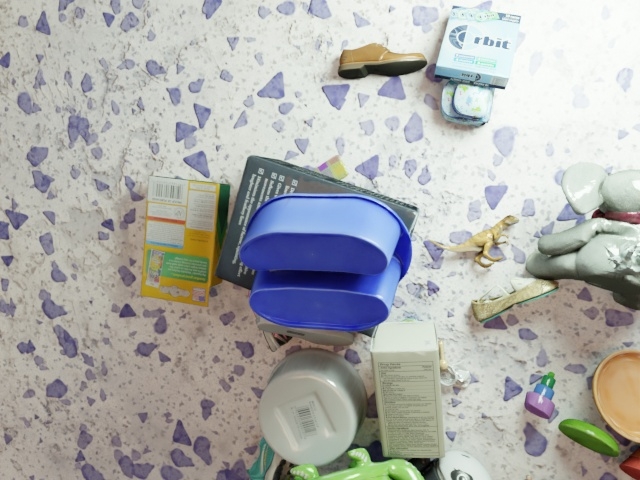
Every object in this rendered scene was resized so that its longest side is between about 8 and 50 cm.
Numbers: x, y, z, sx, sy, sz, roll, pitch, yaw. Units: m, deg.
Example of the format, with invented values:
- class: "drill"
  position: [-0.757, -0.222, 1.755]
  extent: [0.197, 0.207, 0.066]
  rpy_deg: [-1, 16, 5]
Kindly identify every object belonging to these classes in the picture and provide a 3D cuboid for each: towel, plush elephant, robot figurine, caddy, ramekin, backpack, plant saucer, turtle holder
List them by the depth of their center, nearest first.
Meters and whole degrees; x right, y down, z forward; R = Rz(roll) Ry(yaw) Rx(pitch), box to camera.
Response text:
- class: "caddy"
  position: [0.006, 0.033, 0.916]
  extent: [0.340, 0.179, 0.242]
  rpy_deg: [2, 121, 12]
- class: "plush elephant"
  position: [0.614, -0.030, 0.968]
  extent: [0.271, 0.330, 0.256]
  rpy_deg: [18, 80, 17]
- class: "plant saucer"
  position: [0.706, 0.347, 1.051]
  extent: [0.199, 0.037, 0.200]
  rpy_deg: [0, 70, 1]
- class: "turtle holder"
  position: [0.083, 0.614, 1.058]
  extent: [0.320, 0.243, 0.228]
  rpy_deg: [0, 54, -23]
- class: "backpack"
  position: [0.336, -0.323, 1.078]
  extent: [0.114, 0.084, 0.105]
  rpy_deg: [10, 95, 14]
- class: "robot figurine"
  position: [0.288, 0.635, 1.127]
  extent: [0.278, 0.174, 0.209]
  rpy_deg: [-45, 124, 12]
- class: "towel"
  position: [0.026, -0.174, 1.195]
  extent: [0.083, 0.009, 0.060]
  rpy_deg: [-31, 89, 14]
- class: "ramekin"
  position: [-0.025, 0.429, 1.196]
  extent: [0.277, 0.135, 0.278]
  rpy_deg: [1, 95, 12]

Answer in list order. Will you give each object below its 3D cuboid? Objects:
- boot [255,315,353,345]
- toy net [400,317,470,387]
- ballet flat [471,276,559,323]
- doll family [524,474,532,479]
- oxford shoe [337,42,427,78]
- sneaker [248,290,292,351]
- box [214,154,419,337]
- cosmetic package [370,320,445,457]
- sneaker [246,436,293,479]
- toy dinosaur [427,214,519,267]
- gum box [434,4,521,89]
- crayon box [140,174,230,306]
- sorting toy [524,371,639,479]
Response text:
- class: "boot"
  position: [-0.031, 0.185, 1.198]
  extent: [0.258, 0.095, 0.124]
  rpy_deg: [17, 59, -15]
- class: "toy net"
  position: [0.269, 0.299, 1.168]
  extent: [0.232, 0.045, 0.122]
  rpy_deg: [41, 101, 5]
- class: "ballet flat"
  position: [0.440, 0.125, 1.087]
  extent: [0.206, 0.073, 0.067]
  rpy_deg: [-33, 78, 28]
- class: "doll family"
  position: [0.541, 0.705, 1.109]
  extent: [0.163, 0.118, 0.263]
  rpy_deg: [-16, 92, 13]
- class: "oxford shoe"
  position: [0.147, -0.436, 1.117]
  extent: [0.212, 0.076, 0.076]
  rpy_deg: [2, 83, 10]
- class: "sneaker"
  position: [-0.130, 0.197, 1.242]
  extent: [0.077, 0.072, 0.178]
  rpy_deg: [-25, 91, -7]
- class: "box"
  position: [0.000, 0.000, 1.109]
  extent: [0.395, 0.212, 0.294]
  rpy_deg: [21, 101, 10]
- class: "cosmetic package"
  position: [0.209, 0.351, 1.107]
  extent: [0.153, 0.129, 0.297]
  rpy_deg: [-3, 110, 12]
- class: "sneaker"
  position: [-0.149, 0.657, 1.276]
  extent: [0.110, 0.107, 0.276]
  rpy_deg: [27, 105, 37]
- class: "toy dinosaur"
  position: [0.375, 0.010, 1.121]
  extent: [0.211, 0.064, 0.112]
  rpy_deg: [-24, 72, 4]
- class: "gum box"
  position: [0.351, -0.433, 1.046]
  extent: [0.156, 0.041, 0.185]
  rpy_deg: [15, 69, 11]
- class: "crayon box"
  position: [-0.362, -0.002, 1.255]
  extent: [0.202, 0.083, 0.323]
  rpy_deg: [8, 96, 11]
- class: "sorting toy"
  position: [0.660, 0.425, 1.086]
  extent: [0.365, 0.127, 0.126]
  rpy_deg: [31, 71, 10]
